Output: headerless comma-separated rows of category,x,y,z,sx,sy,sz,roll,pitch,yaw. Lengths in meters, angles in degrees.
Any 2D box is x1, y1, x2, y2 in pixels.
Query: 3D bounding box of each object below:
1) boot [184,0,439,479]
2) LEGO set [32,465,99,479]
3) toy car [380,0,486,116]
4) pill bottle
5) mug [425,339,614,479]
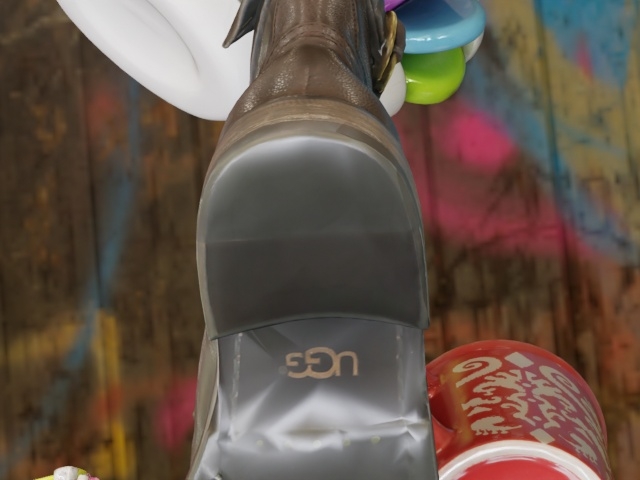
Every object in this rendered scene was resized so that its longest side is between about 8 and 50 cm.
boot,0.000,0.000,0.577,0.091,0.263,0.229,5,-147,-2
LEGO set,-0.187,0.143,0.622,0.287,0.107,0.132,-6,155,23
toy car,0.052,-0.191,1.164,0.159,0.182,0.136,-36,175,-39
pill bottle,-0.018,-0.255,1.023,0.334,0.188,0.188,-49,-171,-17
mug,0.069,0.113,0.725,0.150,0.113,0.169,14,-172,1
